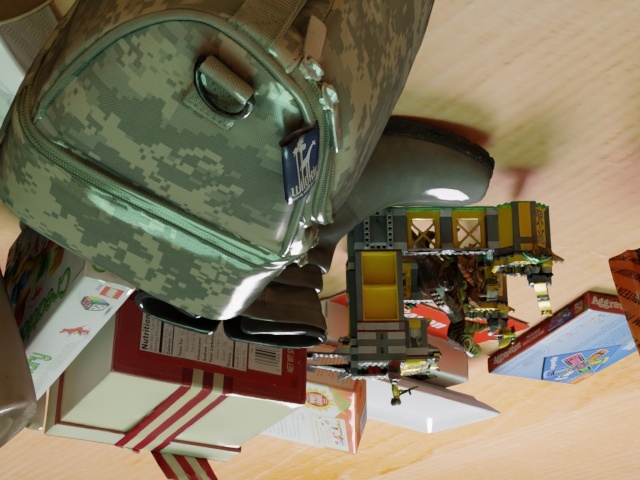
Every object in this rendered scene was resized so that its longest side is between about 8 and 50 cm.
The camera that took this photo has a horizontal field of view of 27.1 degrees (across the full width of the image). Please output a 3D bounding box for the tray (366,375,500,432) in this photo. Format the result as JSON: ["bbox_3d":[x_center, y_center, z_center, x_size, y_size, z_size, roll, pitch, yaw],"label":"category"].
[{"bbox_3d":[0.111,0.220,1.855,0.270,0.030,0.145,20,151,-38],"label":"tray"}]

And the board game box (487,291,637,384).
[{"bbox_3d":[0.354,0.138,1.804,0.145,0.027,0.281,10,155,-18],"label":"board game box"}]

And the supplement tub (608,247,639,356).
[{"bbox_3d":[0.455,0.037,1.293,0.316,0.194,0.193,-20,152,14],"label":"supplement tub"}]

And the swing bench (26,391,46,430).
[{"bbox_3d":[-0.498,0.157,1.582,0.253,0.165,0.254,20,145,-39],"label":"swing bench"}]

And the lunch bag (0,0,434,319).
[{"bbox_3d":[-0.045,-0.134,0.831,0.212,0.305,0.256,29,143,-9],"label":"lunch bag"}]

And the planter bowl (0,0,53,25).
[{"bbox_3d":[-0.226,-0.216,0.873,0.162,0.162,0.109,5,-177,-9],"label":"planter bowl"}]

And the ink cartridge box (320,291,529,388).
[{"bbox_3d":[0.103,0.136,1.770,0.275,0.060,0.239,20,151,-38],"label":"ink cartridge box"}]

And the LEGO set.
[{"bbox_3d":[0.126,0.089,1.438,0.255,0.192,0.331,2,165,-12],"label":"LEGO set"}]

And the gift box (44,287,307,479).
[{"bbox_3d":[-0.149,0.117,1.490,0.276,0.255,0.258,18,150,-22],"label":"gift box"}]

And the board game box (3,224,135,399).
[{"bbox_3d":[-0.251,0.027,1.306,0.053,0.193,0.305,18,143,-23],"label":"board game box"}]

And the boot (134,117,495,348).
[{"bbox_3d":[0.000,0.000,1.250,0.338,0.223,0.118,4,155,-7],"label":"boot"}]

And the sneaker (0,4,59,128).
[{"bbox_3d":[-0.295,-0.144,1.074,0.169,0.108,0.292,-6,157,8],"label":"sneaker"}]

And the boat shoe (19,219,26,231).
[{"bbox_3d":[-0.277,-0.024,1.449,0.100,0.035,0.035,-12,-179,19],"label":"boat shoe"}]

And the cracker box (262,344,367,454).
[{"bbox_3d":[-0.058,0.191,1.735,0.232,0.067,0.156,11,142,11],"label":"cracker box"}]

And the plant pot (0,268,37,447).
[{"bbox_3d":[-0.405,0.081,1.206,0.323,0.280,0.323,-33,169,-7],"label":"plant pot"}]
